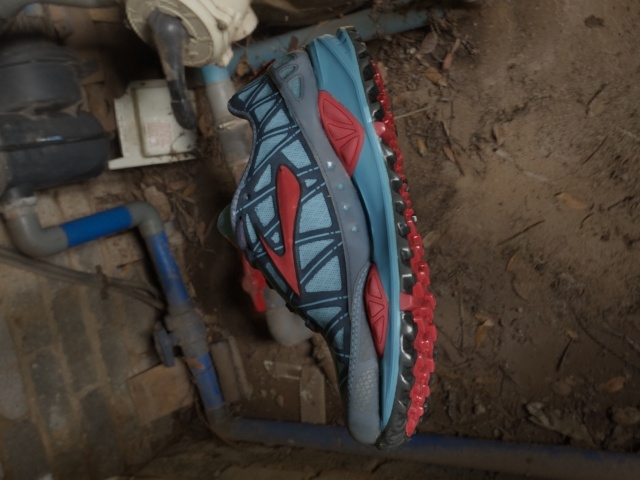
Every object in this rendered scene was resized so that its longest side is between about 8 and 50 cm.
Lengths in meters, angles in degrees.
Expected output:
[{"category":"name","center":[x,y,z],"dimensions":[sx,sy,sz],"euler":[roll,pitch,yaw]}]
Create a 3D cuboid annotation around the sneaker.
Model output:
[{"category":"sneaker","center":[0.000,0.000,0.372],"dimensions":[0.125,0.104,0.262],"euler":[-15,69,17]}]
